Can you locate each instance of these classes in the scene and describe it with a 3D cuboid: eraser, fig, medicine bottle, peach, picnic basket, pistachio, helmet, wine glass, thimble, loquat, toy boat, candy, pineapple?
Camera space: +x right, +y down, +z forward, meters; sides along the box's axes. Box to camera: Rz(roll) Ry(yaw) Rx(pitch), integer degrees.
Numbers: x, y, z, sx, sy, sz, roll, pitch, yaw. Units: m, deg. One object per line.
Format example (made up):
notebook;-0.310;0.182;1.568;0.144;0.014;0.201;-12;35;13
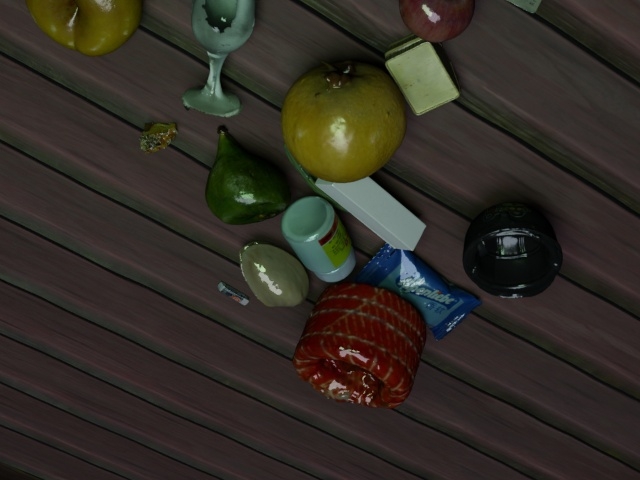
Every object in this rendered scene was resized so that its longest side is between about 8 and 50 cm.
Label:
eraser;0.124;-0.084;1.852;0.298;0.078;0.076;36;165;-31
eraser;-0.250;0.152;2.197;0.099;0.019;0.027;32;127;-18
fig;-0.187;-0.162;1.857;0.203;0.235;0.203;-14;168;-3
medicine bottle;0.000;0.000;1.918;0.139;0.139;0.225;-9;146;17
peach;-0.495;-0.505;1.606;0.251;0.153;0.251;6;124;9
picnic basket;0.220;-0.363;1.648;0.115;0.079;0.164;-20;124;25
pistachio;-0.127;0.095;2.065;0.223;0.126;0.152;40;91;-17
helmet;0.462;0.009;1.868;0.231;0.160;0.279;-7;143;15
wine glass;-0.215;-0.423;1.637;0.143;0.143;0.321;12;129;-1
thimble;0.106;0.286;2.070;0.350;0.230;0.350;17;149;10
loquat;0.047;-0.258;1.642;0.275;0.275;0.275;5;130;6
toy boat;0.008;-0.154;1.853;0.055;0.093;0.293;-16;130;42
candy;0.258;0.137;2.067;0.331;0.077;0.187;32;121;-19
pineapple;-0.405;-0.247;1.844;0.114;0.114;0.077;-29;101;24

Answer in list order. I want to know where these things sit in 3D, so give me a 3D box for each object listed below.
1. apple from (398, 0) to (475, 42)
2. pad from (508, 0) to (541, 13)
apple;0.228;-0.466;1.518;0.153;0.153;0.120;22;160;-9
pad;0.331;-0.561;1.461;0.265;0.009;0.159;22;101;-10
